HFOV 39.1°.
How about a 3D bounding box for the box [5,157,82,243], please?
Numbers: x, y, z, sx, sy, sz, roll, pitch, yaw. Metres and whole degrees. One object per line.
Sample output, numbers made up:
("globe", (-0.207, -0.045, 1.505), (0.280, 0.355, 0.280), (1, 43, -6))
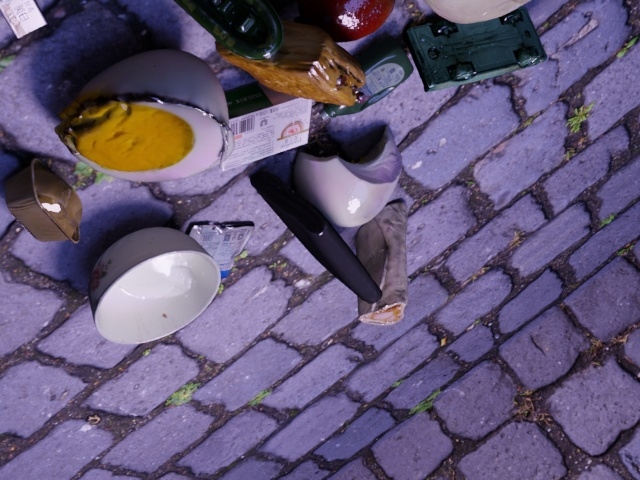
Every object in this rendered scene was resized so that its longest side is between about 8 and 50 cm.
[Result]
("box", (-0.486, -0.066, 1.608), (0.111, 0.111, 0.177), (-32, 148, -6))

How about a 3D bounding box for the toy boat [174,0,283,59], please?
("toy boat", (-0.148, -0.376, 1.455), (0.104, 0.210, 0.052), (-47, -177, 3))

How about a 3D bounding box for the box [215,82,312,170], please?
("box", (-0.120, -0.231, 1.746), (0.199, 0.081, 0.135), (-19, 145, -21))

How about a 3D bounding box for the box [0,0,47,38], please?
("box", (-0.459, -0.385, 1.277), (0.055, 0.040, 0.218), (-28, 147, -9))

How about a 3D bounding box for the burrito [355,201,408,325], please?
("burrito", (0.158, 0.058, 2.236), (0.143, 0.299, 0.105), (-24, 142, 38))

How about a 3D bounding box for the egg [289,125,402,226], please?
("egg", (0.078, -0.116, 1.994), (0.270, 0.162, 0.206), (-12, 139, -30))

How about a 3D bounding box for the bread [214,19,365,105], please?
("bread", (-0.046, -0.318, 1.574), (0.210, 0.235, 0.099), (23, 87, -58))

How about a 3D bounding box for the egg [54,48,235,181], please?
("egg", (-0.294, -0.223, 1.531), (0.286, 0.174, 0.264), (-13, 151, 13))

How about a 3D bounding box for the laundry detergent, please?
("laundry detergent", (0.089, -0.315, 1.843), (0.211, 0.063, 0.137), (-39, 154, 7))

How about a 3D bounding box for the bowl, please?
("bowl", (-0.357, 0.073, 1.860), (0.277, 0.145, 0.277), (-22, 145, -17))

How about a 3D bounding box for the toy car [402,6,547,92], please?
("toy car", (0.323, -0.404, 1.887), (0.320, 0.142, 0.097), (-17, 171, -27))

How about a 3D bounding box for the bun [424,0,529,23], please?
("bun", (0.345, -0.546, 1.641), (0.361, 0.213, 0.361), (-25, 149, -17))

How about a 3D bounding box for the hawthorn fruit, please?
("hawthorn fruit", (0.034, -0.428, 1.562), (0.188, 0.169, 0.169), (-22, 146, -11))

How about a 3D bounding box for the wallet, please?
("wallet", (0.001, -0.001, 2.016), (0.062, 0.228, 0.406), (-46, 148, -5))

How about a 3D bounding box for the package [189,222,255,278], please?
("package", (-0.244, 0.028, 2.014), (0.171, 0.027, 0.173), (-4, 137, -44))
